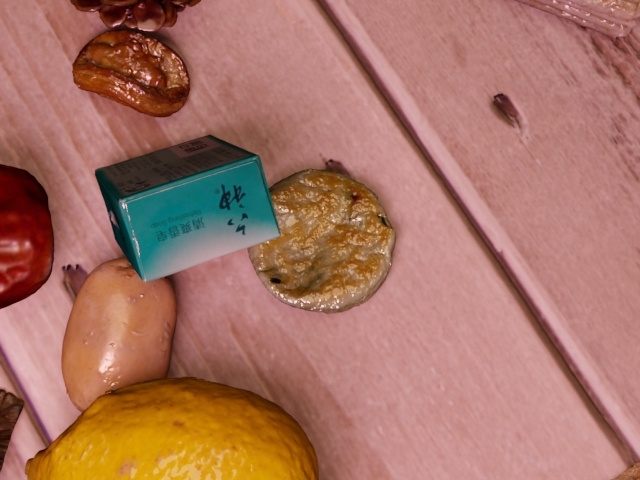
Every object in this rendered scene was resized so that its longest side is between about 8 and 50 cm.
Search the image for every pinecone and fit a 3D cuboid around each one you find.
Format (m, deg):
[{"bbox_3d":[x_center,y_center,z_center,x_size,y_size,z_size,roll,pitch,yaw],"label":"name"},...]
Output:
[{"bbox_3d":[-0.231,-0.366,1.310,0.207,0.208,0.208,2,69,-6],"label":"pinecone"}]

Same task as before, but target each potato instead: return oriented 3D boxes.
[{"bbox_3d":[-0.219,0.105,1.173,0.118,0.109,0.178,12,81,4],"label":"potato"}]

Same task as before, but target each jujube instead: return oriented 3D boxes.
[{"bbox_3d":[-0.450,0.003,1.132,0.318,0.223,0.223,-6,70,-19],"label":"jujube"}]

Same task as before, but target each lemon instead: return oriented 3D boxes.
[{"bbox_3d":[-0.139,0.260,1.056,0.310,0.253,0.254,9,68,0],"label":"lemon"}]

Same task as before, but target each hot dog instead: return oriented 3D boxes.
[{"bbox_3d":[-0.233,-0.205,1.316,0.147,0.065,0.099,22,59,4],"label":"hot dog"}]

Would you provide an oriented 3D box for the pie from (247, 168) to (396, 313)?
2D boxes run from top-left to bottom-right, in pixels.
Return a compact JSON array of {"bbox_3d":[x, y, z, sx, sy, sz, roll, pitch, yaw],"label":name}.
[{"bbox_3d":[0.000,0.000,1.280,0.186,0.041,0.187,2,69,-6],"label":"pie"}]

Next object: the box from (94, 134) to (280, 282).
[{"bbox_3d":[-0.153,-0.043,1.166,0.153,0.245,0.092,-18,106,-13],"label":"box"}]

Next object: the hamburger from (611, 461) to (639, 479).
[{"bbox_3d":[0.460,0.277,1.179,0.283,0.144,0.157,-24,74,-17],"label":"hamburger"}]

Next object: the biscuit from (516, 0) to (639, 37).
[{"bbox_3d":[0.242,-0.405,1.445,0.426,0.078,0.144,19,69,1],"label":"biscuit"}]

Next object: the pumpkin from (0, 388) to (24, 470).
[{"bbox_3d":[-0.396,0.253,1.087,0.130,0.126,0.248,11,68,-5],"label":"pumpkin"}]
